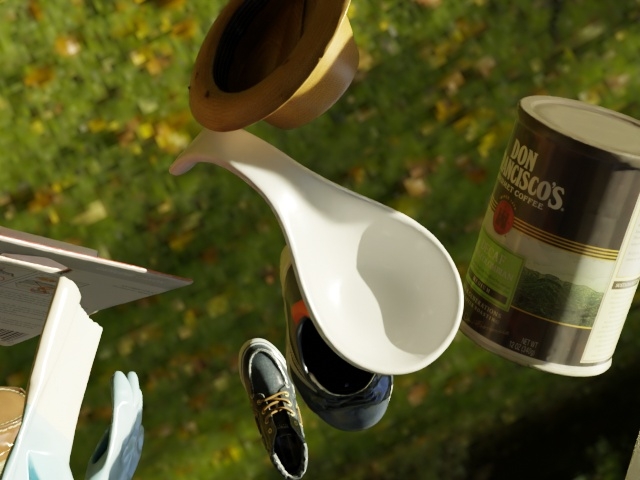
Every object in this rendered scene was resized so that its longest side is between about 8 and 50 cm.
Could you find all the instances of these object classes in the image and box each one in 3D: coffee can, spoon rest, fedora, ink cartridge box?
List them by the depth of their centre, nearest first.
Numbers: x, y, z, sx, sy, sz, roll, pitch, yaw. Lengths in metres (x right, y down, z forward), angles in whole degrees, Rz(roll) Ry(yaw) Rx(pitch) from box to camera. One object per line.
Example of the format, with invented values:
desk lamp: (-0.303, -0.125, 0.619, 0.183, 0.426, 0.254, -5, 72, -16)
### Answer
ink cartridge box: (-0.299, 0.012, 1.430, 0.261, 0.066, 0.296, -19, 156, 39)
spoon rest: (0.000, 0.000, 1.432, 0.137, 0.276, 0.084, -51, 180, -23)
fedora: (-0.024, -0.156, 1.442, 0.194, 0.194, 0.079, -34, 127, 21)
coffee can: (0.289, -0.007, 2.027, 0.201, 0.201, 0.275, -7, 119, -49)

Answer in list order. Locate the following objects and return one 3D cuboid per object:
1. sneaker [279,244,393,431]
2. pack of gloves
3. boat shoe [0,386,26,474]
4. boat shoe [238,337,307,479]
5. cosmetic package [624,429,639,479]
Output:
sneaker: (0.025, 0.150, 2.044, 0.131, 0.148, 0.350, -17, 139, 0)
pack of gloves: (-0.157, 0.172, 1.173, 0.046, 0.232, 0.195, 4, 152, 17)
boat shoe: (-0.423, 0.180, 1.652, 0.324, 0.122, 0.120, -9, 119, -36)
boat shoe: (-0.055, 0.218, 2.226, 0.065, 0.183, 0.083, -19, -171, -6)
cosmetic package: (0.409, 0.420, 2.072, 0.155, 0.366, 0.197, 14, 158, 16)
